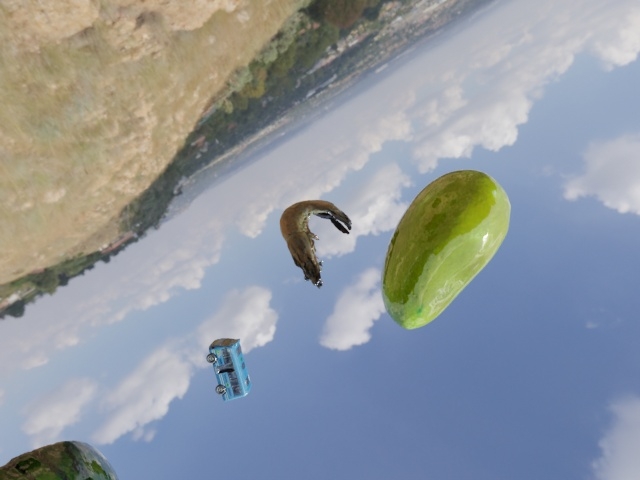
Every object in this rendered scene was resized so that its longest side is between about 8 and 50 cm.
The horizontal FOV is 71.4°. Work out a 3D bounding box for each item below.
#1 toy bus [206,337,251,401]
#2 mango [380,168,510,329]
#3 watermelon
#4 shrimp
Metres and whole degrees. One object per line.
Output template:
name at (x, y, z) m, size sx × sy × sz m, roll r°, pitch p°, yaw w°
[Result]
toy bus at (-0.129, 0.181, 0.636) m, size 0.046 × 0.083 × 0.038 m, roll -14°, pitch -175°, yaw 7°
mango at (0.190, 0.007, 0.731) m, size 0.273 × 0.149 × 0.185 m, roll -58°, pitch -172°, yaw 24°
watermelon at (-0.211, 0.232, 0.375) m, size 0.075 × 0.182 × 0.092 m, roll 27°, pitch -127°, yaw 25°
shrimp at (0.000, 0.000, 0.944) m, size 0.152 × 0.219 × 0.046 m, roll -13°, pitch 146°, yaw -10°
